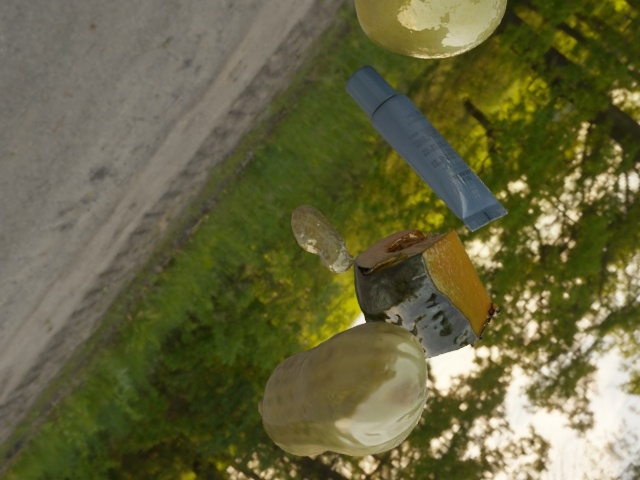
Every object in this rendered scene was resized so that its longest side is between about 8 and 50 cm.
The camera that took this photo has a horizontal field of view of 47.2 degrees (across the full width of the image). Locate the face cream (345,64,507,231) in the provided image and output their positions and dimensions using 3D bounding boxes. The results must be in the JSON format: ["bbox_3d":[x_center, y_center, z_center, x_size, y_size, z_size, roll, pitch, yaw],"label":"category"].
[{"bbox_3d":[0.190,-0.175,1.373,0.136,0.385,0.086,-22,156,-45],"label":"face cream"}]

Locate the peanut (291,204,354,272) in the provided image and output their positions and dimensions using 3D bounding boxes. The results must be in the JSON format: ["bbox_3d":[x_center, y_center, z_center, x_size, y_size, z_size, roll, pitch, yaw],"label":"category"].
[{"bbox_3d":[0.000,0.000,1.506,0.080,0.174,0.080,-37,159,-16],"label":"peanut"}]

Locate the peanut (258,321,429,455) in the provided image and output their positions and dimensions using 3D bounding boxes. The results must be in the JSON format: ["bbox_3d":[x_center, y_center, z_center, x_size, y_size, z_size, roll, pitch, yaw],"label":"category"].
[{"bbox_3d":[0.025,0.181,0.827,0.147,0.147,0.319,-45,-179,-33],"label":"peanut"}]

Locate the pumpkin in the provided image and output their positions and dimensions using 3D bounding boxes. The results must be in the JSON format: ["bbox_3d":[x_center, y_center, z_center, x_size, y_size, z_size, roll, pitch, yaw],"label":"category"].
[{"bbox_3d":[0.200,0.107,1.524,0.256,0.225,0.303,-29,-171,-21],"label":"pumpkin"}]

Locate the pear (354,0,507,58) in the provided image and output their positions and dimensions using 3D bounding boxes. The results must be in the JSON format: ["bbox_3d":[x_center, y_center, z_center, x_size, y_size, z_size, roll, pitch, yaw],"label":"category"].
[{"bbox_3d":[0.202,-0.495,1.403,0.309,0.309,0.309,-49,173,-7],"label":"pear"}]
